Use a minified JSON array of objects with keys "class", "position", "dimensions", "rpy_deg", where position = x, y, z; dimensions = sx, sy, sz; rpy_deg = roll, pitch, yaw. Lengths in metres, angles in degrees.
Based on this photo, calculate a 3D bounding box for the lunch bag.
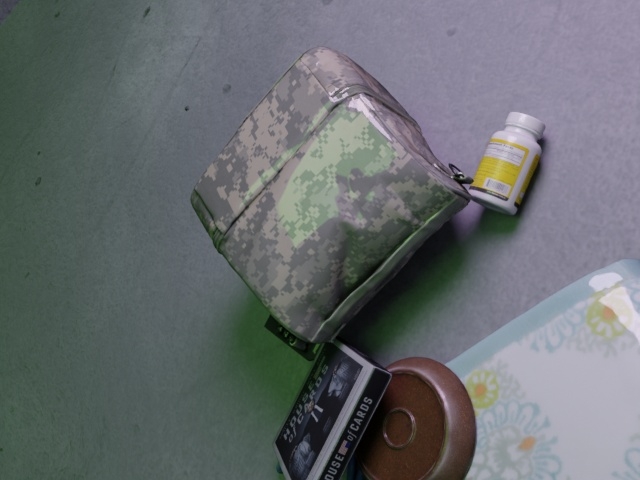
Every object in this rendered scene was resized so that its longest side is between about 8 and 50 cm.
[{"class":"lunch bag","position":[0.014,-0.044,0.885],"dimensions":[0.305,0.213,0.256],"rpy_deg":[-46,58,17]}]

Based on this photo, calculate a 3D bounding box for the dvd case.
[{"class":"dvd case","position":[0.005,0.216,0.855],"dimensions":[0.179,0.030,0.239],"rpy_deg":[-63,12,-4]}]

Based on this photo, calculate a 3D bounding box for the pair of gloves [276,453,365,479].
[{"class":"pair of gloves","position":[0.016,0.326,0.912],"dimensions":[0.198,0.023,0.159],"rpy_deg":[22,90,42]}]

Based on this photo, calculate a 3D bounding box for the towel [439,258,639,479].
[{"class":"towel","position":[0.240,0.241,0.697],"dimensions":[0.374,0.090,0.320],"rpy_deg":[-40,49,26]}]

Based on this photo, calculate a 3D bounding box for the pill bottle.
[{"class":"pill bottle","position":[0.232,-0.095,0.846],"dimensions":[0.065,0.065,0.116],"rpy_deg":[25,91,42]}]

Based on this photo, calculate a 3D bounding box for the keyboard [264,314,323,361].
[{"class":"keyboard","position":[0.000,0.000,1.033],"dimensions":[0.201,0.033,0.317],"rpy_deg":[32,96,42]}]

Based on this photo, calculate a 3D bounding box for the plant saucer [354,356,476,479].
[{"class":"plant saucer","position":[0.094,0.212,0.771],"dimensions":[0.168,0.029,0.168],"rpy_deg":[-21,57,38]}]
